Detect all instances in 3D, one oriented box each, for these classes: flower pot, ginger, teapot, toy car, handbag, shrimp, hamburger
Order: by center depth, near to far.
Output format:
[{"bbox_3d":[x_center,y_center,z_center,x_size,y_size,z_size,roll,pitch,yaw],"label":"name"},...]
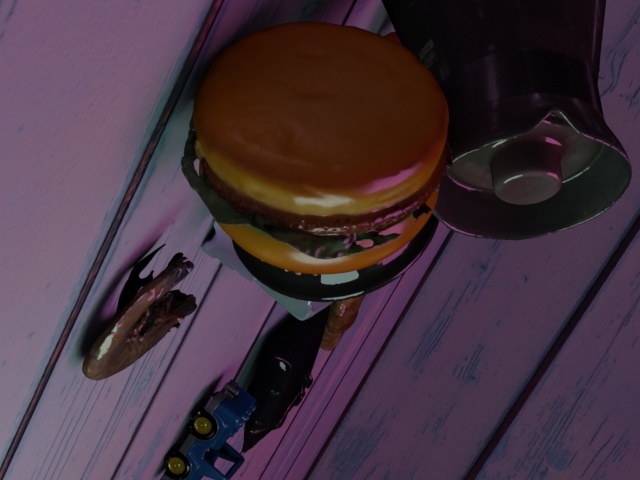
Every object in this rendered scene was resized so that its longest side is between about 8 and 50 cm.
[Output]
[{"bbox_3d":[-0.005,-0.070,1.228,0.246,0.246,0.170,-49,155,-36],"label":"hamburger"},{"bbox_3d":[0.180,-0.184,1.400,0.300,0.253,0.344,109,-19,-59],"label":"teapot"},{"bbox_3d":[-0.173,0.065,1.416,0.152,0.046,0.219,-58,170,24],"label":"shrimp"},{"bbox_3d":[-0.001,-0.072,1.421,0.235,0.235,0.148,-53,149,-19],"label":"flower pot"},{"bbox_3d":[-0.158,0.307,2.066,0.191,0.100,0.097,-56,174,21],"label":"toy car"},{"bbox_3d":[-0.059,0.219,2.294,0.254,0.088,0.211,-50,161,-61],"label":"handbag"},{"bbox_3d":[0.039,0.114,2.445,0.299,0.065,0.118,104,7,-70],"label":"ginger"}]

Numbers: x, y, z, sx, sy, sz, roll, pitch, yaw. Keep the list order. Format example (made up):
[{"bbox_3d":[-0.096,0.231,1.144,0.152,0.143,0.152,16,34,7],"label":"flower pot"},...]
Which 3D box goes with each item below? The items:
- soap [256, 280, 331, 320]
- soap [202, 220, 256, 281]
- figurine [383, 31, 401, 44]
[{"bbox_3d":[0.000,0.000,1.770,0.091,0.145,0.230,-52,169,29],"label":"soap"},{"bbox_3d":[-0.056,-0.007,1.579,0.149,0.100,0.056,-39,159,-58],"label":"soap"},{"bbox_3d":[0.184,-0.240,1.679,0.181,0.208,0.257,-6,-109,51],"label":"figurine"}]
